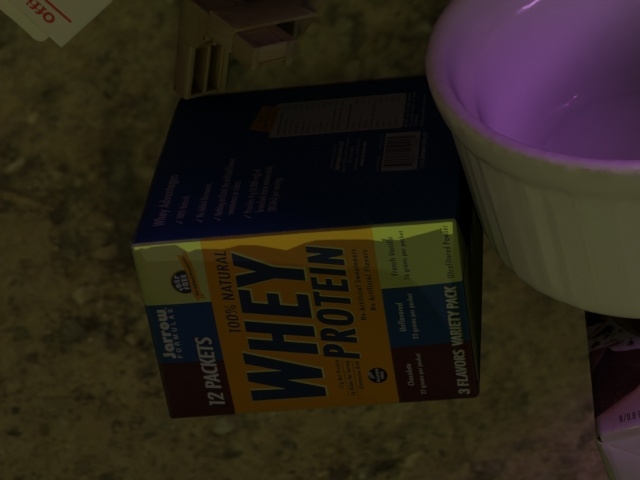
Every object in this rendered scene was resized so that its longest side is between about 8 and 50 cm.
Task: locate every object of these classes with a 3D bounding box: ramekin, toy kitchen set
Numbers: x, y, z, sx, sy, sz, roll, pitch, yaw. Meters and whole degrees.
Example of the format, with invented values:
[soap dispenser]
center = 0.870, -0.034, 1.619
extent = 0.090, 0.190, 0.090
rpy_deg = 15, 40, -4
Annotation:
[ramekin]
center = 0.211, -0.078, 1.208
extent = 0.277, 0.277, 0.135
rpy_deg = -8, 129, 10
[toy kitchen set]
center = -0.044, -0.121, 1.321
extent = 0.068, 0.083, 0.075
rpy_deg = -17, 130, -34

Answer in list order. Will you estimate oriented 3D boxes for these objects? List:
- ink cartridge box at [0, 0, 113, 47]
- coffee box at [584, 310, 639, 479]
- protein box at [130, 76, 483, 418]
[ink cartridge box]
center = -0.164, -0.201, 1.283
extent = 0.180, 0.060, 0.104
rpy_deg = -39, 112, 25
[coffee box]
center = 0.258, 0.048, 1.259
extent = 0.168, 0.297, 0.119
rpy_deg = -16, 122, 14
[protein box]
center = 0.000, 0.000, 1.310
extent = 0.201, 0.200, 0.136
rpy_deg = -5, 121, 9
